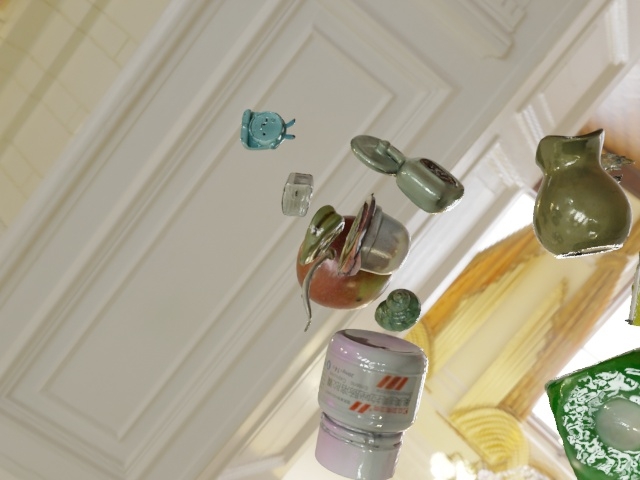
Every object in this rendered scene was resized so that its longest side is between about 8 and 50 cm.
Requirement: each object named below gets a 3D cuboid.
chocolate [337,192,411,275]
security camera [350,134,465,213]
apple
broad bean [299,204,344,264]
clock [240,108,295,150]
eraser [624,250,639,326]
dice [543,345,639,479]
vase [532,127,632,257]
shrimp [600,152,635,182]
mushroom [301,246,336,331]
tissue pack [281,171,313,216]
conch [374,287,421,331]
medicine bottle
[{"bbox_3d":[0.138,0.010,1.627,0.147,0.221,0.221,23,-171,0],"label":"chocolate"},{"bbox_3d":[0.202,-0.177,1.626,0.301,0.080,0.157,41,-144,22],"label":"security camera"},{"bbox_3d":[0.085,0.082,2.443,0.348,0.277,0.349,16,-128,-22],"label":"apple"},{"bbox_3d":[-0.002,-0.002,1.950,0.072,0.207,0.153,40,-139,22],"label":"broad bean"},{"bbox_3d":[-0.136,-0.293,1.821,0.147,0.108,0.045,1,163,6],"label":"clock"},{"bbox_3d":[0.716,0.105,1.323,0.225,0.158,0.069,10,180,13],"label":"eraser"},{"bbox_3d":[0.712,0.426,1.629,0.300,0.287,0.297,23,-134,-67],"label":"dice"},{"bbox_3d":[0.667,-0.108,1.824,0.329,0.240,0.303,52,-151,-79],"label":"vase"},{"bbox_3d":[0.868,-0.209,2.086,0.126,0.047,0.223,58,164,-10],"label":"shrimp"},{"bbox_3d":[-0.018,0.130,2.035,0.068,0.043,0.306,26,-130,-3],"label":"mushroom"},{"bbox_3d":[-0.067,-0.138,2.051,0.090,0.103,0.170,11,-163,0],"label":"tissue pack"},{"bbox_3d":[0.298,0.268,2.647,0.175,0.188,0.122,13,-159,12],"label":"conch"},{"bbox_3d":[0.116,0.404,1.721,0.256,0.325,0.256,13,-176,-1],"label":"medicine bottle"}]
